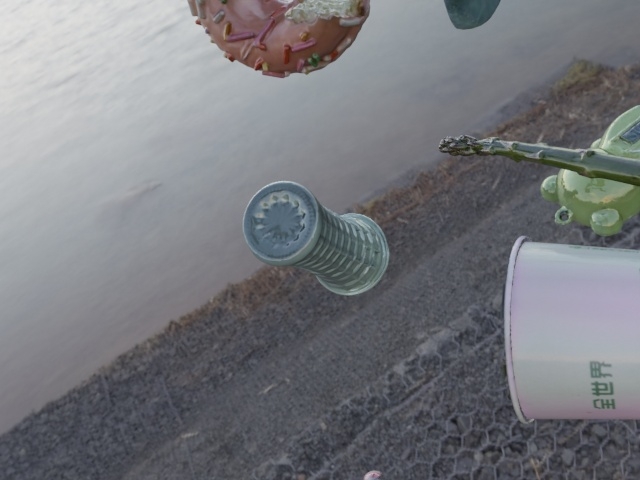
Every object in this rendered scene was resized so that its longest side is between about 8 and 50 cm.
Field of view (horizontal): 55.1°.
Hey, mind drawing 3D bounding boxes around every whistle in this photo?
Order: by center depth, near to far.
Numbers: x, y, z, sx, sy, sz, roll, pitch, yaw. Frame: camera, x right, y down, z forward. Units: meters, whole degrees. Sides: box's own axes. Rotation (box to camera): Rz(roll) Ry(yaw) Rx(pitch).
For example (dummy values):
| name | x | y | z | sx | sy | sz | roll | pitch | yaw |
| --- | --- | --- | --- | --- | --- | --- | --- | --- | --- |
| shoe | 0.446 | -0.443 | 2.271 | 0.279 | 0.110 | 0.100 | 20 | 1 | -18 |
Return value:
| name | x | y | z | sx | sy | sz | roll | pitch | yaw |
| --- | --- | --- | --- | --- | --- | --- | --- | --- | --- |
| whistle | 0.431 | -0.111 | 0.833 | 0.288 | 0.106 | 0.131 | -37 | 42 | -3 |

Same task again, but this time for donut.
| name | x | y | z | sx | sy | sz | roll | pitch | yaw |
| --- | --- | --- | --- | --- | --- | --- | --- | --- | --- |
| donut | -0.052 | -0.192 | 0.511 | 0.166 | 0.117 | 0.065 | 37 | 42 | 7 |

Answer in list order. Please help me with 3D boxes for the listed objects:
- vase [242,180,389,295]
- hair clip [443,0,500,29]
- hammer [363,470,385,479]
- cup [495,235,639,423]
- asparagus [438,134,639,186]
| name | x | y | z | sx | sy | sz | roll | pitch | yaw |
| --- | --- | --- | --- | --- | --- | --- | --- | --- | --- |
| vase | 0.000 | 0.000 | 0.919 | 0.143 | 0.299 | 0.143 | -4 | 80 | 20 |
| hair clip | 0.090 | -0.291 | 0.229 | 0.238 | 0.392 | 0.318 | 11 | 83 | 55 |
| hammer | 0.077 | 0.355 | 0.893 | 0.031 | 0.052 | 0.083 | -13 | -4 | -6 |
| cup | 0.384 | 0.115 | 0.767 | 0.274 | 0.253 | 0.253 | -2 | 44 | 30 |
| asparagus | 0.192 | -0.067 | 0.506 | 0.025 | 0.024 | 0.248 | -9 | 20 | -35 |
